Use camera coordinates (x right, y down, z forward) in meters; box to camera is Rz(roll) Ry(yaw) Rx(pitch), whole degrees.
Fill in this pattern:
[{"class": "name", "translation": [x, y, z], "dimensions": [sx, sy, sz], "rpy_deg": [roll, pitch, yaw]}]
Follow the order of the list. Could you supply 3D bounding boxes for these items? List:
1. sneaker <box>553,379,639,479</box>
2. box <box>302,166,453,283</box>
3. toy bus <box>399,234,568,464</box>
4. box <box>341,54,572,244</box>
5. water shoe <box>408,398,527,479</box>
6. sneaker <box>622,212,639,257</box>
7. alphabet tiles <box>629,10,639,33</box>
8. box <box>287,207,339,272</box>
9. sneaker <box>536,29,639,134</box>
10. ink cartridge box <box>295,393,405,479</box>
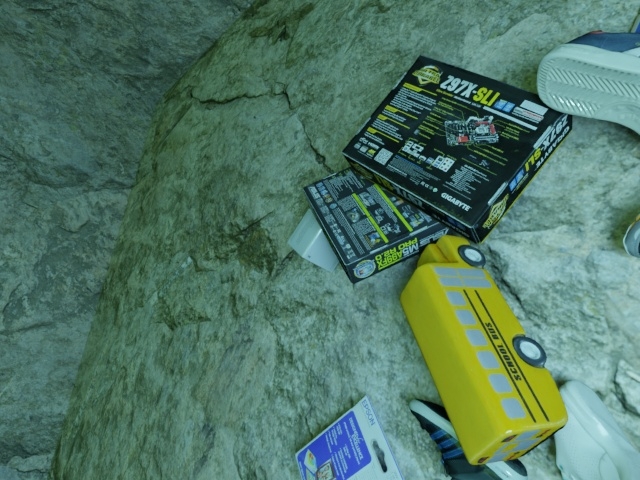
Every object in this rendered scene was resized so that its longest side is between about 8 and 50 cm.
[{"class": "sneaker", "translation": [0.335, 0.281, 0.547], "dimensions": [0.094, 0.080, 0.212], "rpy_deg": [-54, 30, 29]}, {"class": "box", "translation": [0.106, -0.060, 0.936], "dimensions": [0.216, 0.060, 0.270], "rpy_deg": [-24, 43, -4]}, {"class": "toy bus", "translation": [0.217, 0.139, 0.682], "dimensions": [0.333, 0.130, 0.108], "rpy_deg": [-107, 28, -43]}, {"class": "box", "translation": [0.232, -0.179, 0.841], "dimensions": [0.322, 0.079, 0.257], "rpy_deg": [37, 86, 37]}, {"class": "water shoe", "translation": [0.196, 0.309, 0.676], "dimensions": [0.203, 0.072, 0.080], "rpy_deg": [24, 89, 53]}, {"class": "sneaker", "translation": [0.478, -0.019, 0.538], "dimensions": [0.214, 0.084, 0.083], "rpy_deg": [-25, 38, 37]}, {"class": "alphabet tiles", "translation": [0.611, -0.344, 0.656], "dimensions": [0.285, 0.011, 0.343], "rpy_deg": [23, 86, 52]}, {"class": "box", "translation": [0.000, 0.000, 1.065], "dimensions": [0.101, 0.102, 0.087], "rpy_deg": [-57, 37, 4]}, {"class": "sneaker", "translation": [0.485, -0.208, 0.622], "dimensions": [0.148, 0.131, 0.350], "rpy_deg": [-35, 55, -17]}, {"class": "ink cartridge box", "translation": [0.059, 0.412, 0.789], "dimensions": [0.208, 0.045, 0.206], "rpy_deg": [-47, 40, 20]}]
